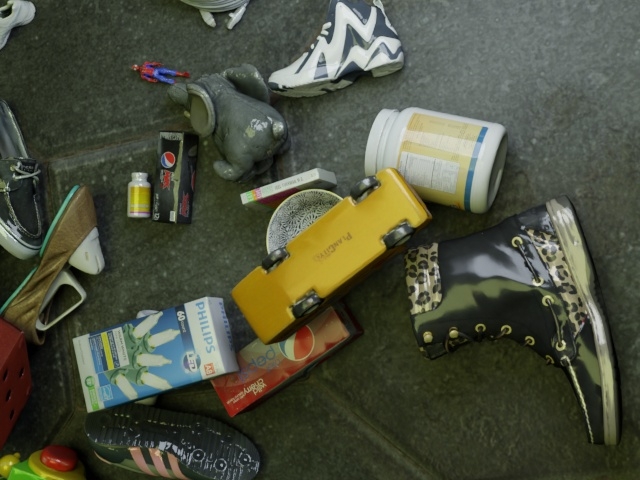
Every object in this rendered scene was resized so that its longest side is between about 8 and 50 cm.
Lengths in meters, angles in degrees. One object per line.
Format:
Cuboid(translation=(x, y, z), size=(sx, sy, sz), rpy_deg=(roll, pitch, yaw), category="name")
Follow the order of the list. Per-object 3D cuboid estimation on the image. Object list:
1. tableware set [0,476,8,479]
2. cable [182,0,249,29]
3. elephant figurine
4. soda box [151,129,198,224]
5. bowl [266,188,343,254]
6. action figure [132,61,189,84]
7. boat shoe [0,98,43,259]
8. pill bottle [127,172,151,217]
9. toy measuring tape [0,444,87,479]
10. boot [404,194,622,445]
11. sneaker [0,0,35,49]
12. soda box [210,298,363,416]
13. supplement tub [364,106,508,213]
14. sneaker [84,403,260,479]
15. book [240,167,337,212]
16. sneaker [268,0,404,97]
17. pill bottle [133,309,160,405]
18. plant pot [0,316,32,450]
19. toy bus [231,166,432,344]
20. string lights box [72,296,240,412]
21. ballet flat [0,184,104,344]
Cuboid(translation=(-0.581, 0.528, 1.644), size=(0.104, 0.024, 0.154), rpy_deg=(-27, 81, 17), category="tableware set")
Cuboid(translation=(-0.190, -0.545, 1.501), size=(0.257, 0.089, 0.257), rpy_deg=(45, 102, 15), category="cable")
Cuboid(translation=(-0.169, -0.226, 1.437), size=(0.186, 0.169, 0.239), rpy_deg=(-38, 85, 18), category="elephant figurine")
Cuboid(translation=(-0.266, -0.115, 1.532), size=(0.053, 0.060, 0.169), rpy_deg=(6, 91, 20), category="soda box")
Cuboid(translation=(0.000, 0.000, 1.426), size=(0.170, 0.080, 0.170), rpy_deg=(0, 89, 19), category="bowl")
Cuboid(translation=(-0.303, -0.313, 1.569), size=(0.115, 0.030, 0.038), rpy_deg=(17, 99, 21), category="action figure")
Cuboid(translation=(-0.607, -0.128, 1.619), size=(0.119, 0.121, 0.335), rpy_deg=(-31, 78, 17), category="boat shoe")
Cuboid(translation=(-0.339, -0.084, 1.565), size=(0.043, 0.043, 0.083), rpy_deg=(1, 89, 19), category="pill bottle")
Cuboid(translation=(-0.444, 0.467, 1.576), size=(0.330, 0.121, 0.121), rpy_deg=(21, 96, -4), category="toy measuring tape")
Cuboid(translation=(0.295, 0.140, 1.288), size=(0.284, 0.138, 0.378), rpy_deg=(-14, 80, 17), category="boot")
Cuboid(translation=(-0.644, -0.432, 1.673), size=(0.152, 0.061, 0.054), rpy_deg=(-38, 79, 16), category="sneaker")
Cuboid(translation=(-0.061, 0.196, 1.440), size=(0.263, 0.083, 0.092), rpy_deg=(-36, 76, 15), category="soda box")
Cuboid(translation=(0.184, -0.132, 1.331), size=(0.199, 0.144, 0.144), rpy_deg=(15, 93, 19), category="supplement tub")
Cuboid(translation=(-0.263, 0.379, 1.510), size=(0.318, 0.131, 0.112), rpy_deg=(16, 51, 5), category="sneaker")
Cuboid(translation=(-0.053, -0.087, 1.438), size=(0.144, 0.096, 0.035), rpy_deg=(-17, 83, 18), category="book")
Cuboid(translation=(0.015, -0.341, 1.424), size=(0.234, 0.094, 0.153), rpy_deg=(-14, 83, 18), category="sneaker")
Cuboid(translation=(-0.311, 0.214, 1.525), size=(0.087, 0.087, 0.160), rpy_deg=(17, 95, 19), category="pill bottle")
Cuboid(translation=(-0.684, 0.263, 1.541), size=(0.235, 0.267, 0.267), rpy_deg=(10, 130, 1), category="plant pot")
Cuboid(translation=(0.019, 0.028, 1.306), size=(0.332, 0.130, 0.108), rpy_deg=(-38, 76, 14), category="toy bus")
Cuboid(translation=(-0.280, 0.195, 1.427), size=(0.259, 0.077, 0.133), rpy_deg=(-18, 79, 13), category="string lights box")
Cuboid(translation=(-0.490, 0.061, 1.589), size=(0.124, 0.116, 0.342), rpy_deg=(33, 100, -3), category="ballet flat")
